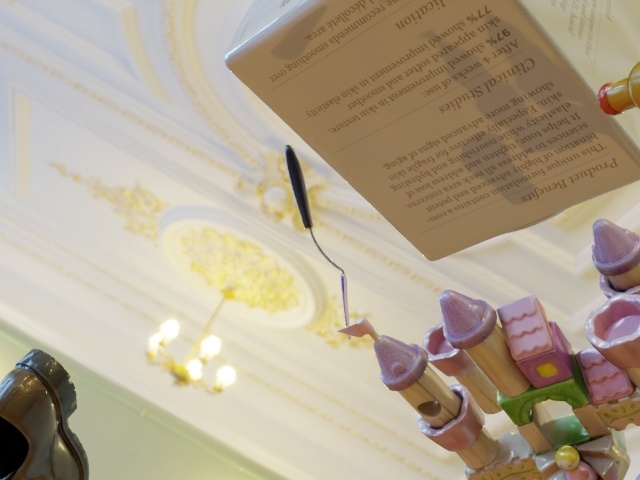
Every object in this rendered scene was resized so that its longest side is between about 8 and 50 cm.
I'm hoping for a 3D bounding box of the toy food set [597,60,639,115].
[{"bbox_3d":[0.322,-0.086,0.648,0.232,0.111,0.104,-7,-1,-26],"label":"toy food set"}]

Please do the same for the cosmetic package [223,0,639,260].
[{"bbox_3d":[0.165,-0.248,1.097,0.329,0.327,0.394,-24,-56,39],"label":"cosmetic package"}]

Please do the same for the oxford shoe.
[{"bbox_3d":[-0.296,0.214,0.914,0.083,0.096,0.227,22,-44,23],"label":"oxford shoe"}]

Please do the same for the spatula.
[{"bbox_3d":[0.000,0.000,1.296,0.084,0.030,0.296,38,30,-85],"label":"spatula"}]

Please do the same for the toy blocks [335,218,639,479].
[{"bbox_3d":[0.200,0.137,0.864,0.289,0.308,0.260,-24,-60,29],"label":"toy blocks"}]
